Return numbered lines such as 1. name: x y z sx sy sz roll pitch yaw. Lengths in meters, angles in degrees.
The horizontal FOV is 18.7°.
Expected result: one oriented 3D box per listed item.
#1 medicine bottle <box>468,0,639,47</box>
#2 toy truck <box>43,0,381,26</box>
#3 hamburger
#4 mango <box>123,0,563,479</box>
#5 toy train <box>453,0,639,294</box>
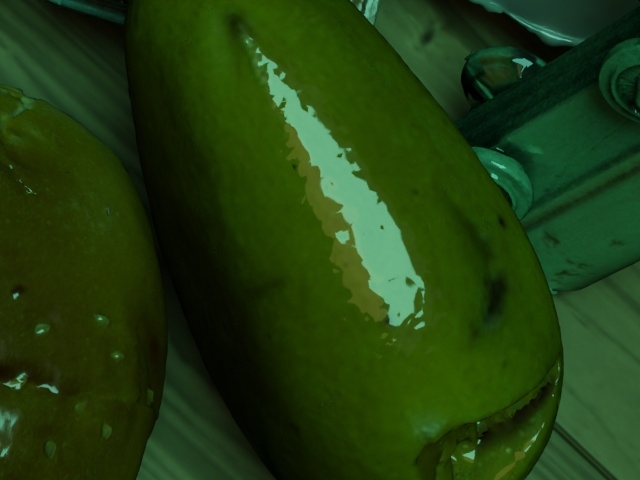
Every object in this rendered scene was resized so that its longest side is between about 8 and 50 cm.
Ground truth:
1. medicine bottle: 0.210 -0.325 1.234 0.214 0.213 0.378 23 64 -12
2. toy truck: -0.105 -0.203 1.163 0.305 0.136 0.162 14 84 -17
3. hamburger: -0.225 0.053 1.047 0.290 0.170 0.314 15 73 -28
4. mango: 0.000 0.000 1.073 0.182 0.253 0.365 -34 110 -12
5. toy train: 0.191 -0.062 1.159 0.177 0.285 0.116 35 51 -20
